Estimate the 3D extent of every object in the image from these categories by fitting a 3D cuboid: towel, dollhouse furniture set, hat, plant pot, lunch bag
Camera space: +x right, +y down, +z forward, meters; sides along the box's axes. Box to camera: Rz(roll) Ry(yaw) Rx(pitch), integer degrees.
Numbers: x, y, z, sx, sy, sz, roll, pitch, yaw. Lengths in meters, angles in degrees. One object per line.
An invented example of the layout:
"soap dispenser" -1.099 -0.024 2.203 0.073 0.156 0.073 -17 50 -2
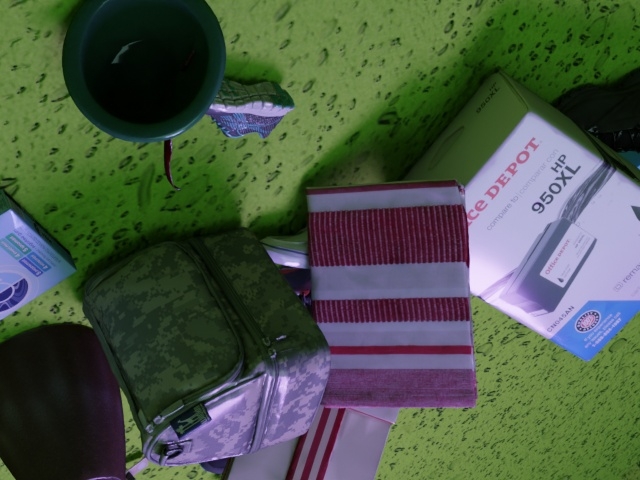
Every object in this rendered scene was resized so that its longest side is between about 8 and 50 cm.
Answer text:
"towel" 0.100 0.080 1.343 0.237 0.329 0.037 -3 -175 18
"dollhouse furniture set" -0.327 0.388 1.619 0.081 0.091 0.114 -33 144 -27
"hat" -0.205 -0.188 1.088 0.173 0.183 0.208 22 89 -8
"plant pot" -0.365 0.275 1.323 0.215 0.230 0.215 -21 142 -18
"lunch bag" -0.165 0.148 1.271 0.256 0.305 0.212 -13 138 -28

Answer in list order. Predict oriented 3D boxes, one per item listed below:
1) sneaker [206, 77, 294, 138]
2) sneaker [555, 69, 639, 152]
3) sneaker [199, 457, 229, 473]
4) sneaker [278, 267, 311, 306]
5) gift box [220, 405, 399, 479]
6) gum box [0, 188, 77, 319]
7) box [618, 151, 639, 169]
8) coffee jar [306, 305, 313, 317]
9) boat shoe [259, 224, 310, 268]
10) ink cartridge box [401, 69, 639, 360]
"sneaker" -0.113 -0.160 1.168 0.166 0.065 0.076 3 135 -37
"sneaker" 0.492 -0.193 1.532 0.286 0.130 0.109 -24 145 -11
"sneaker" -0.077 0.308 1.706 0.341 0.125 0.140 -24 118 -11
"sneaker" -0.043 0.079 1.486 0.158 0.065 0.061 -26 143 -11
"gift box" -0.033 0.299 1.508 0.276 0.258 0.255 22 167 -8
"gum box" -0.426 0.038 1.167 0.184 0.041 0.157 -32 144 -1
"box" 0.611 -0.156 1.722 0.244 0.060 0.100 -39 144 7
"coffee jar" 0.030 0.141 1.583 0.079 0.096 0.184 -22 158 41
"boat shoe" 0.000 0.000 1.436 0.226 0.083 0.076 5 101 -38
"ink cartridge box" 0.347 -0.030 1.449 0.395 0.166 0.285 29 112 -22
